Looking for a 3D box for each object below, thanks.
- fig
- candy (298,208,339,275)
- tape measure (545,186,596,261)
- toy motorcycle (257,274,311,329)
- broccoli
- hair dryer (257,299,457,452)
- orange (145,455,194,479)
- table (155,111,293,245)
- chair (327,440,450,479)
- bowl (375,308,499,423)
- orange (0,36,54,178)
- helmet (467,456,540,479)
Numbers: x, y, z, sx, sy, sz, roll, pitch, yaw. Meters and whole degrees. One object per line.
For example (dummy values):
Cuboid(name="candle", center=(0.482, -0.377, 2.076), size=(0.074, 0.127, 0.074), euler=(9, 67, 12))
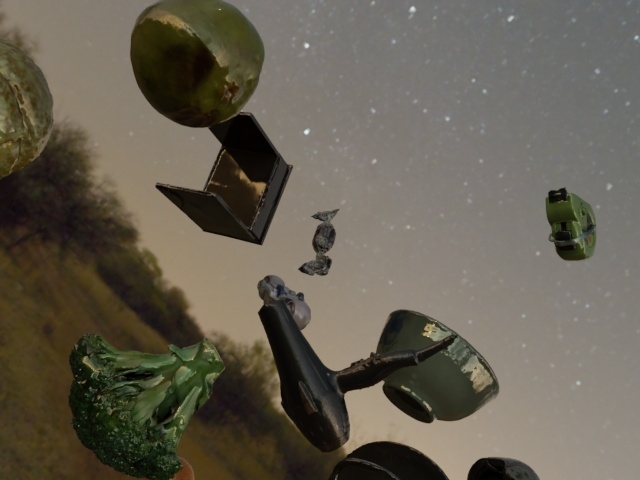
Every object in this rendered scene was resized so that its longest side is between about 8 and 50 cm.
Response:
Cuboid(name="fig", center=(-0.237, -0.344, 1.421), size=(0.271, 0.239, 0.239), euler=(47, -11, 24))
Cuboid(name="candy", center=(0.000, 0.000, 2.076), size=(0.094, 0.226, 0.051), euler=(11, -35, 8))
Cuboid(name="tape measure", center=(0.657, -0.032, 2.031), size=(0.106, 0.175, 0.200), euler=(-7, -12, 34))
Cuboid(name="toy motorcycle", center=(-0.097, 0.161, 1.895), size=(0.112, 0.112, 0.254), euler=(51, -7, -27))
Cuboid(name="broccoli", center=(-0.292, 0.251, 1.302), size=(0.269, 0.269, 0.254), euler=(52, -4, -31))
Cuboid(name="hair dryer", center=(0.076, 0.210, 1.455), size=(0.120, 0.360, 0.303), euler=(-13, 82, -81))
Cuboid(name="orange", center=(-0.390, 0.631, 2.028), size=(0.118, 0.135, 0.136), euler=(27, 4, -46))
Cuboid(name="table", center=(-0.241, -0.168, 2.020), size=(0.196, 0.250, 0.282), euler=(14, -19, 24))
Cuboid(name="chair", center=(0.003, 0.391, 0.932), size=(0.226, 0.226, 0.401), euler=(38, 18, 26))
Cuboid(name="bowl", center=(0.223, 0.296, 1.666), size=(0.289, 0.146, 0.289), euler=(34, -24, 18))
Cuboid(name="orange", center=(-0.613, -0.247, 1.456), size=(0.368, 0.211, 0.270), euler=(-134, -133, -56))
Cuboid(name="helmet", center=(0.397, 0.521, 1.612), size=(0.177, 0.107, 0.153), euler=(177, -93, -67))
